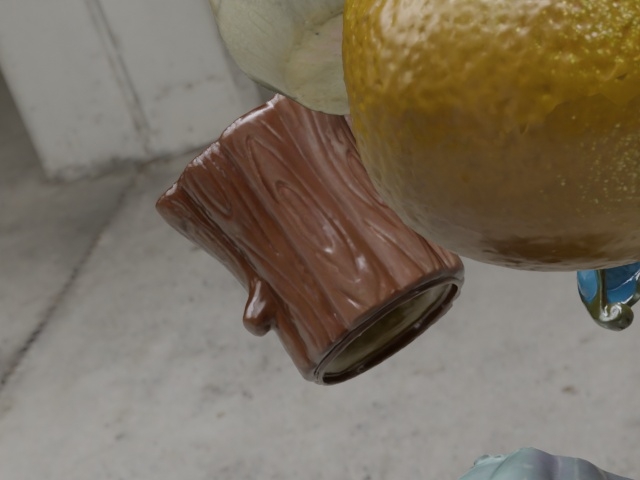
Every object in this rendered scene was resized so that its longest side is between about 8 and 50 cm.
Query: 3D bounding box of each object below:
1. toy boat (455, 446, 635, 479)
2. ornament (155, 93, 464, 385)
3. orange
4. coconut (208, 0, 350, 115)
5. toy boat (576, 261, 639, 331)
[{"bbox_3d":[0.136,0.199,1.015,0.199,0.290,0.100,16,64,0],"label":"toy boat"},{"bbox_3d":[0.000,0.000,1.502,0.221,0.218,0.235,-27,-19,-27],"label":"ornament"},{"bbox_3d":[0.126,-0.090,0.850,0.236,0.236,0.236,-17,23,7],"label":"orange"},{"bbox_3d":[0.022,-0.209,1.117,0.241,0.241,0.241,-17,23,7],"label":"coconut"},{"bbox_3d":[0.264,-0.016,1.332,0.185,0.075,0.077,-57,29,1],"label":"toy boat"}]
